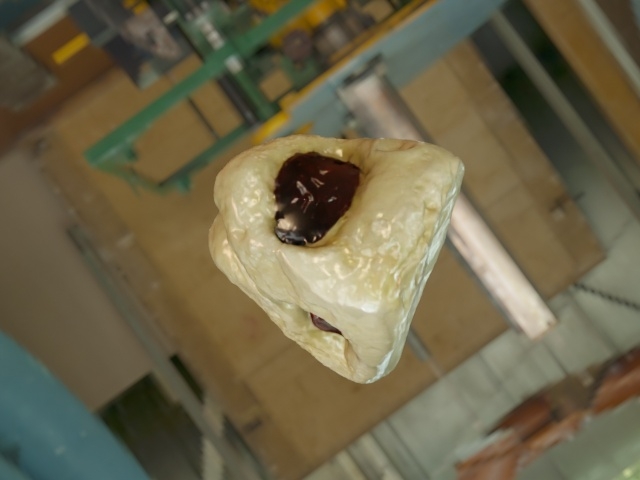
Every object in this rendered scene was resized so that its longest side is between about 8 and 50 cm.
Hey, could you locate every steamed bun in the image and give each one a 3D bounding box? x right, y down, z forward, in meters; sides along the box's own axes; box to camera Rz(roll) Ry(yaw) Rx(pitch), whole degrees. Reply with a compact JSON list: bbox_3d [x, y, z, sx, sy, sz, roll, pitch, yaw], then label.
[{"bbox_3d":[0.000,0.000,1.075,0.172,0.155,0.141,97,16,-63],"label":"steamed bun"}]
